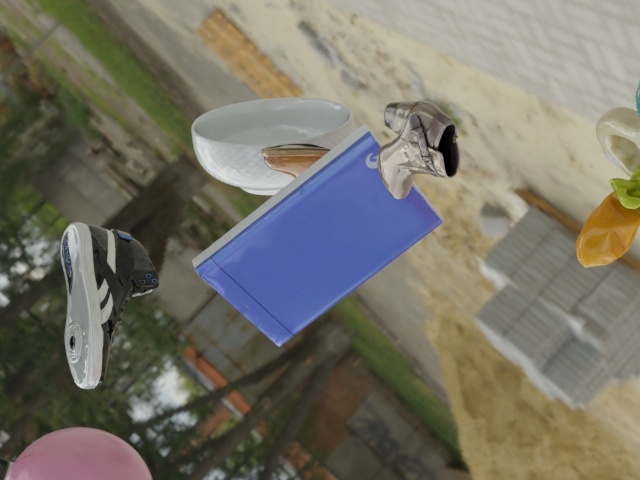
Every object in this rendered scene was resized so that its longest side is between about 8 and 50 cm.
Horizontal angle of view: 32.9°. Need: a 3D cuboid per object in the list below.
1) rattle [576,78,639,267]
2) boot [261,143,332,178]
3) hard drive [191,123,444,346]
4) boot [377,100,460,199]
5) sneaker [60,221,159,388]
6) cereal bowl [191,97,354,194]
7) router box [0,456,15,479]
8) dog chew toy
[{"bbox_3d":[0.299,-0.069,1.069,0.130,0.143,0.199,58,-178,12],"label":"rattle"},{"bbox_3d":[0.006,-0.058,1.975,0.283,0.220,0.109,7,-171,-35],"label":"boot"},{"bbox_3d":[0.000,0.000,1.600,0.210,0.319,0.040,46,-170,-36],"label":"hard drive"},{"bbox_3d":[0.096,-0.078,1.025,0.087,0.042,0.118,32,141,44],"label":"boot"},{"bbox_3d":[-0.260,0.082,1.392,0.121,0.216,0.079,6,158,-38],"label":"sneaker"},{"bbox_3d":[-0.093,-0.186,2.237,0.339,0.339,0.141,33,134,55],"label":"cereal bowl"},{"bbox_3d":[-0.725,0.526,2.020,0.243,0.308,0.081,14,166,13],"label":"router box"},{"bbox_3d":[-0.342,0.410,1.418,0.206,0.207,0.331,46,-144,-27],"label":"dog chew toy"}]
